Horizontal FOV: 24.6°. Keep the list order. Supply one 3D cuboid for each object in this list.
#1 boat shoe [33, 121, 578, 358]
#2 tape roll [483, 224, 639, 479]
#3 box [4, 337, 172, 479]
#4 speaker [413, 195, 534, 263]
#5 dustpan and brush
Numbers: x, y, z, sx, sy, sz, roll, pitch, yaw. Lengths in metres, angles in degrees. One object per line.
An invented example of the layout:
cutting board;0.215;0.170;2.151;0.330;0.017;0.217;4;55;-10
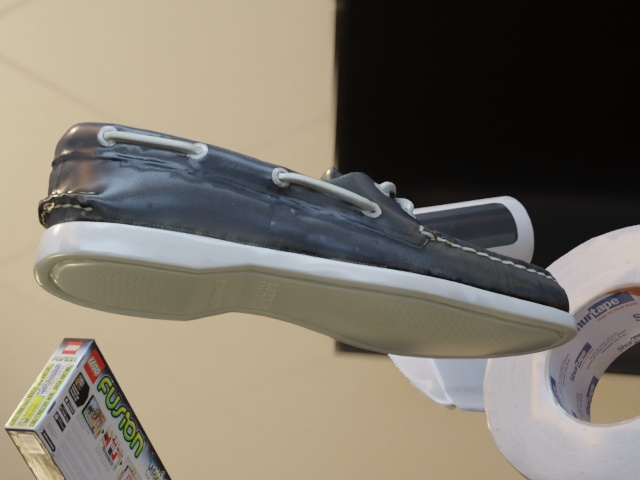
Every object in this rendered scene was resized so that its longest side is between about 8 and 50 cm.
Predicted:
boat shoe;0.000;0.000;0.801;0.114;0.303;0.091;136;142;-60
tape roll;0.228;0.097;1.052;0.072;0.219;0.219;42;-133;-39
box;-0.205;0.201;1.344;0.114;0.036;0.207;-62;-39;-42
speaker;0.068;0.006;0.948;0.055;0.136;0.055;25;119;58
dustpan and brush;0.083;0.077;1.245;0.147;0.060;0.211;13;-139;-53
